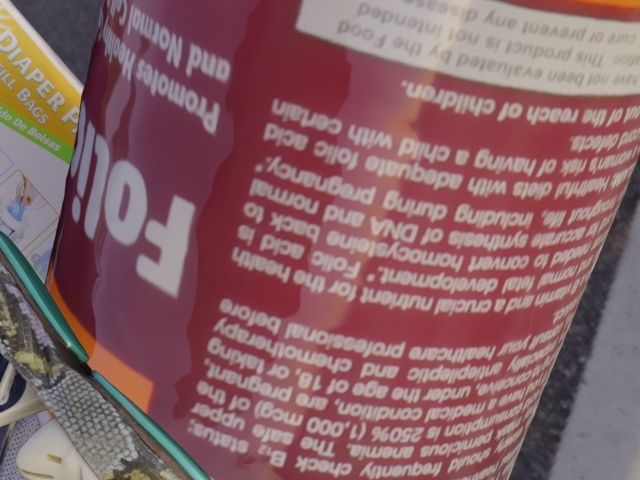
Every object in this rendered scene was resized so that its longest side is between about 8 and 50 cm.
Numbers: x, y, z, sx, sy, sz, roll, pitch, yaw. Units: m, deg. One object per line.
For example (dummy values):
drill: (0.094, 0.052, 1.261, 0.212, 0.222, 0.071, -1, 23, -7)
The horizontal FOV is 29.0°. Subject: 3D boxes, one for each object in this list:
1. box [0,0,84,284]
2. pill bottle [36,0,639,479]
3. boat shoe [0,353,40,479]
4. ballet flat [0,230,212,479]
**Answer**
box: (-0.199, -0.058, 0.733, 0.103, 0.203, 0.114, -47, 16, -24)
pill bottle: (0.000, 0.000, 0.532, 0.224, 0.224, 0.392, 47, 128, 48)
boat shoe: (-0.215, 0.054, 0.905, 0.158, 0.127, 0.341, 13, 83, 3)
ballet flat: (-0.073, 0.046, 0.345, 0.041, 0.041, 0.114, -48, 64, 5)
